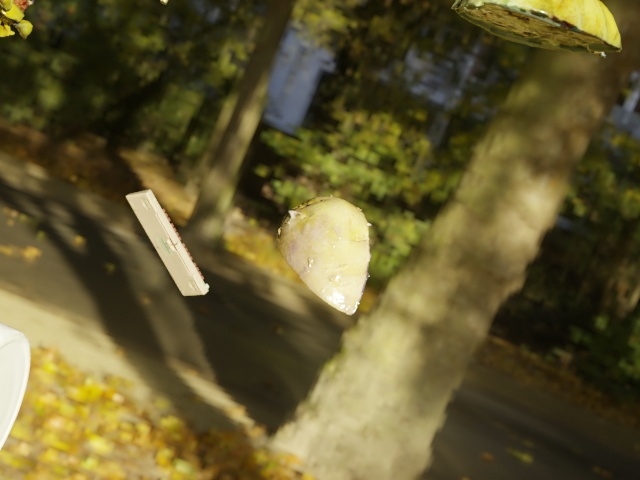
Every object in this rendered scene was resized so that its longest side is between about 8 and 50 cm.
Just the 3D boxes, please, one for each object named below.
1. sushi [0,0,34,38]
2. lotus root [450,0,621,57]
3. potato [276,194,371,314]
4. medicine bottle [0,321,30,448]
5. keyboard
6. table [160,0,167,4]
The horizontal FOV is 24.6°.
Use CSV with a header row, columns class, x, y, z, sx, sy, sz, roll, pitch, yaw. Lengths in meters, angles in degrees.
class,x,y,z,sx,sy,sz,roll,pitch,yaw
sushi,-0.533,-0.397,2.264,0.179,0.167,0.296,-1,-26,6
lotus root,0.249,-0.268,1.651,0.203,0.078,0.183,16,1,-44
potato,0.000,0.000,1.751,0.089,0.100,0.172,29,17,-33
medicine bottle,-0.531,0.148,1.715,0.325,0.256,0.256,21,3,11
keyboard,-0.206,0.003,1.998,0.055,0.017,0.166,-6,-61,48
table,-0.251,-0.406,1.909,0.240,0.111,0.121,31,-14,25
